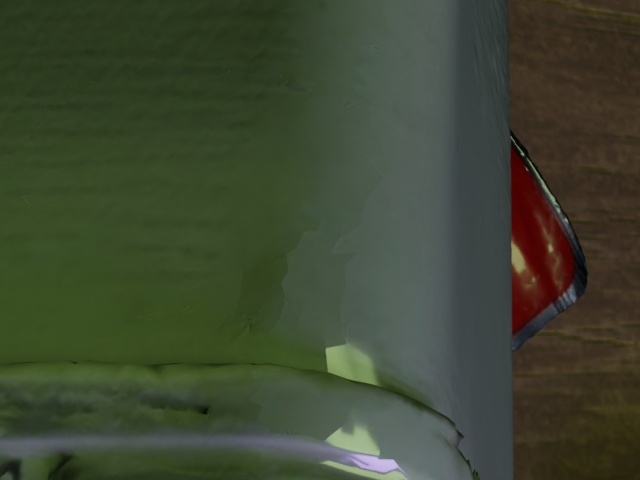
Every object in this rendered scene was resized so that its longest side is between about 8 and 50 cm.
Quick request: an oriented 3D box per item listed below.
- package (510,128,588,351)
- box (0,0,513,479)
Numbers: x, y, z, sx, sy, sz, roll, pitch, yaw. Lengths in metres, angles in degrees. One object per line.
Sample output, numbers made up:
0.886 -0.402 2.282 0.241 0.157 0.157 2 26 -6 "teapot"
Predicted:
0.000 0.000 0.822 0.194 0.071 0.269 62 37 -11 "package"
-0.122 -0.040 0.519 0.177 0.352 0.344 68 23 -56 "box"
